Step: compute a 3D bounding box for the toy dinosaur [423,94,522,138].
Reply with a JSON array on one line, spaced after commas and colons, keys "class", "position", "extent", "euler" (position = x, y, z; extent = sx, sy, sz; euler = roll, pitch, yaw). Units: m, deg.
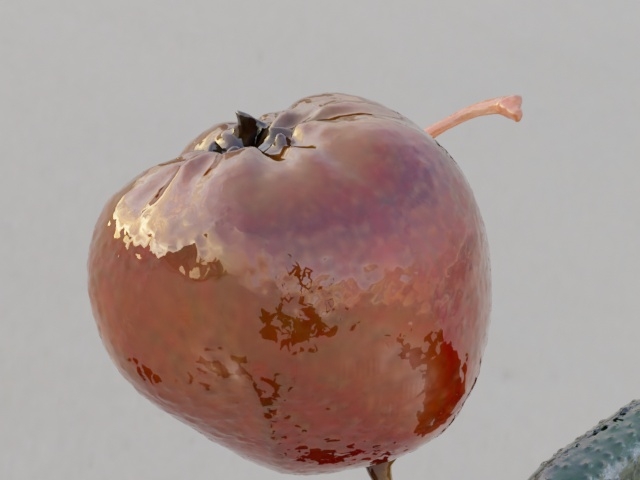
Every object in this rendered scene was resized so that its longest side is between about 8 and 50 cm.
[{"class": "toy dinosaur", "position": [-0.002, -0.004, 1.026], "extent": [0.280, 0.055, 0.101], "euler": [-21, 42, 7]}]

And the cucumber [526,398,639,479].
[{"class": "cucumber", "position": [0.226, 0.181, 1.402], "extent": [0.069, 0.069, 0.227], "euler": [26, 42, 36]}]

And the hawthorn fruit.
[{"class": "hawthorn fruit", "position": [0.000, 0.043, 0.863], "extent": [0.197, 0.225, 0.196], "euler": [-20, 20, 8]}]
